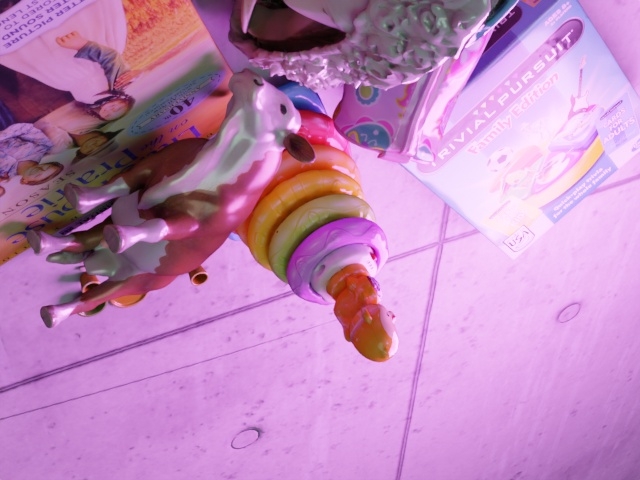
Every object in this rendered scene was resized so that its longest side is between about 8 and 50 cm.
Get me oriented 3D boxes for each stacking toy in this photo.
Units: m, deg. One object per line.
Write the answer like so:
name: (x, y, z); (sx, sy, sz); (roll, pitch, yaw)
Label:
stacking toy: (0.000, 0.000, 0.929); (0.165, 0.302, 0.175); (-30, 141, -3)

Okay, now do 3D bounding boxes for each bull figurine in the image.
bull figurine: (-0.138, -0.027, 0.828); (0.188, 0.101, 0.310); (-21, 165, -39)

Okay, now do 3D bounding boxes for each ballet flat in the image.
ballet flat: (0.013, -0.186, 0.722); (0.146, 0.409, 0.147); (0, 90, -18)

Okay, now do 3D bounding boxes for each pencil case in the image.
pencil case: (0.109, -0.214, 0.902); (0.124, 0.124, 0.284); (3, 122, -37)

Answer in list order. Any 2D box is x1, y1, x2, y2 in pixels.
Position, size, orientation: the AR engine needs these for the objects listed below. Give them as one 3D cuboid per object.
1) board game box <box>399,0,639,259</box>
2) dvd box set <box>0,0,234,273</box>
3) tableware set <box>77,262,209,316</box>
board game box: (0.240, -0.137, 1.130); (0.254, 0.079, 0.336); (-43, 141, 13)
dvd box set: (-0.222, -0.095, 0.714); (0.307, 0.062, 0.420); (-31, 170, 0)
tableware set: (-0.199, 0.043, 1.062); (0.154, 0.024, 0.104); (-10, 137, -27)
